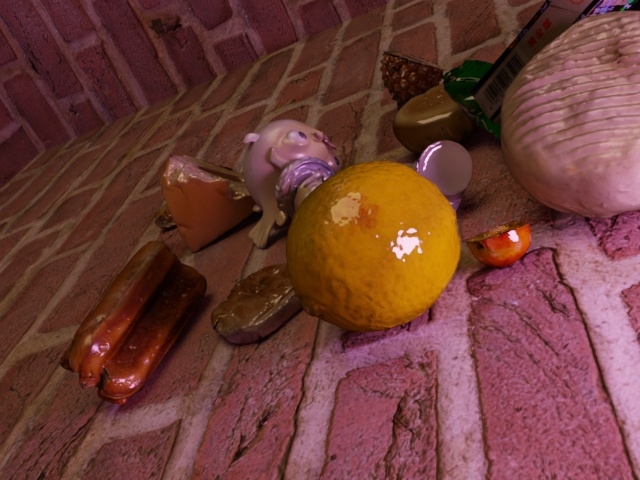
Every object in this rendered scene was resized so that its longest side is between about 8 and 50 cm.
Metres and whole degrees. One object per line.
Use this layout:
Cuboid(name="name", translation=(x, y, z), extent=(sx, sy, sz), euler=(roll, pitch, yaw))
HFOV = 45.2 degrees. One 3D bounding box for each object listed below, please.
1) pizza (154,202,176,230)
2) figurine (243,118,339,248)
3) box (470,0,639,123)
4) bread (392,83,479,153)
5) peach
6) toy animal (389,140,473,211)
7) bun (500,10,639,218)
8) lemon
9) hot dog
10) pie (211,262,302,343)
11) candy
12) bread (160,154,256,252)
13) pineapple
Cuboid(name="pizza", translation=(-0.342, -0.093, 1.978), extent=(0.161, 0.062, 0.182), euler=(10, 41, 45))
Cuboid(name="figurine", translation=(-0.041, -0.082, 1.566), extent=(0.274, 0.227, 0.394), euler=(-57, 36, 9))
Cuboid(name="box", translation=(0.435, -0.340, 1.366), extent=(0.198, 0.084, 0.310), euler=(-9, -29, -38))
Cuboid(name="bread", translation=(0.262, -0.258, 1.640), extent=(0.213, 0.104, 0.213), euler=(-19, 25, 9))
Cuboid(name="peach", translation=(0.273, 0.008, 1.157), extent=(0.098, 0.061, 0.098), euler=(-17, 3, 1))
Cuboid(name="toy animal", translation=(0.197, -0.103, 1.429), extent=(0.104, 0.130, 0.221), euler=(-2, -4, -9))
Cuboid(name="bun", translation=(0.438, -0.172, 1.157), extent=(0.326, 0.234, 0.362), euler=(-27, 40, 16))
Cuboid(name="lemon", translation=(0.078, 0.008, 1.133), extent=(0.267, 0.267, 0.267), euler=(-22, 25, 11))
Cuboid(name="hot dog", translation=(-0.335, 0.145, 1.398), extent=(0.117, 0.158, 0.348), euler=(-32, 21, 37))
Cuboid(name="pie", translation=(-0.108, 0.107, 1.362), extent=(0.195, 0.046, 0.195), euler=(-21, 26, 11))
Cuboid(name="candy", translation=(0.340, -0.281, 1.526), extent=(0.141, 0.203, 0.078), euler=(-46, -4, -27))
Cuboid(name="bread", translation=(-0.253, -0.132, 1.781), extent=(0.224, 0.211, 0.183), euler=(-29, 17, 9))
Cuboid(name="pineapple", translation=(0.217, -0.392, 1.935), extent=(0.162, 0.136, 0.176), euler=(4, 22, -33))
